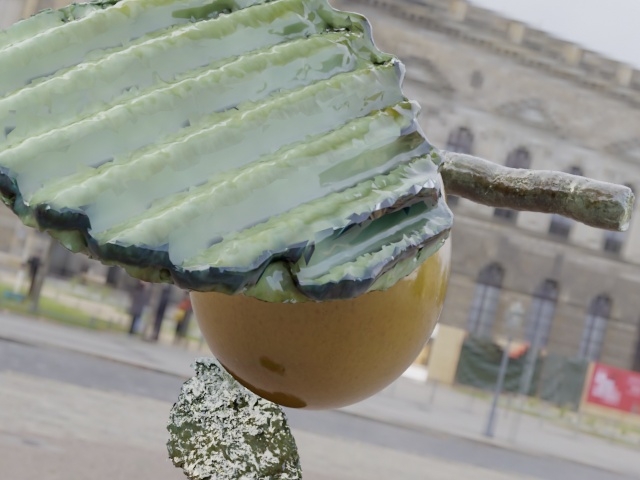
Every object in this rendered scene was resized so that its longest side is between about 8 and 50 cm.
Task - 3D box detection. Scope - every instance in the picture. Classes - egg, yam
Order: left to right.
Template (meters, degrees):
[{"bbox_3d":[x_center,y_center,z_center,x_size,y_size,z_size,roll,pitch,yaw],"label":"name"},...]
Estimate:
[{"bbox_3d":[0.000,0.000,1.354,0.250,0.323,0.250,4,-1,0],"label":"egg"},{"bbox_3d":[0.241,-0.060,1.688,0.252,0.061,0.061,13,-3,20],"label":"yam"}]

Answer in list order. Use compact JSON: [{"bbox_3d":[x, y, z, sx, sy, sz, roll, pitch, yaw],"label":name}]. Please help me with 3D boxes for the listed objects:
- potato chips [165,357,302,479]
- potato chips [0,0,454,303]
[{"bbox_3d":[-0.094,0.204,1.448,0.142,0.209,0.026,-18,-37,12],"label":"potato chips"},{"bbox_3d":[-0.080,-0.087,1.164,0.429,0.070,0.358,-26,67,-41],"label":"potato chips"}]
